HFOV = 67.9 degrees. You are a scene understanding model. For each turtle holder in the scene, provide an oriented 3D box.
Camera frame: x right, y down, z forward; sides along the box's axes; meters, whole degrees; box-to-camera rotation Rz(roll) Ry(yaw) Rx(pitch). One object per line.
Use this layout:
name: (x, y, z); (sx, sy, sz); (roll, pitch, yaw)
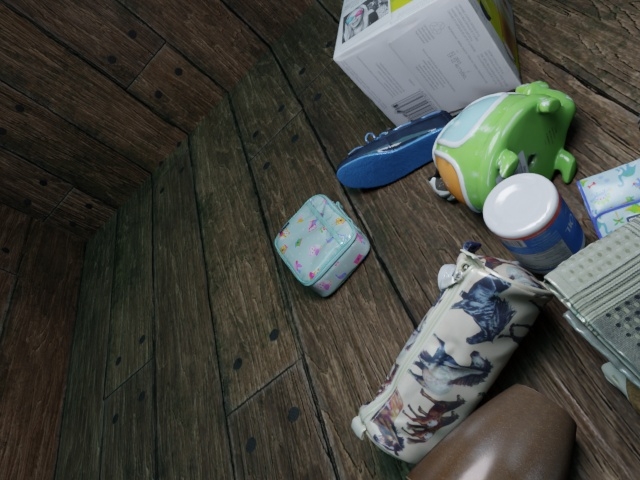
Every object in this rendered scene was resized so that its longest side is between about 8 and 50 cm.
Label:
turtle holder: (0.376, -0.209, 0.981); (0.227, 0.244, 0.320); (29, 99, 50)

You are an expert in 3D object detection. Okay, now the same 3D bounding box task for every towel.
towel: (0.531, 0.088, 0.658); (0.324, 0.056, 0.312); (-30, 58, -6)

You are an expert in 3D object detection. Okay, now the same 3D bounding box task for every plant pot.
plant pot: (0.288, 0.350, 0.743); (0.230, 0.215, 0.215); (-48, 37, -15)

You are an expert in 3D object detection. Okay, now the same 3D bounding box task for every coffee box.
coffee box: (0.284, -0.549, 1.245); (0.338, 0.338, 0.334); (-17, 52, 38)

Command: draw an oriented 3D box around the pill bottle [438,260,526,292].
pill bottle: (0.324, 0.083, 0.960); (0.160, 0.087, 0.087); (0, 64, 45)

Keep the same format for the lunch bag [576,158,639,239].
lunch bag: (0.546, -0.055, 0.837); (0.129, 0.096, 0.151); (-22, 64, 31)

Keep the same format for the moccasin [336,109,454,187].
moccasin: (0.207, -0.243, 1.297); (0.342, 0.137, 0.116); (-17, 47, 19)

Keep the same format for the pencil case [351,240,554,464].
pencil case: (0.220, 0.208, 0.846); (0.410, 0.184, 0.160); (-61, 14, 14)

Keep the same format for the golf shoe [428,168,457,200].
golf shoe: (0.331, -0.194, 1.134); (0.198, 0.094, 0.077); (-59, 19, -8)

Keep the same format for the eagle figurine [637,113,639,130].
eagle figurine: (0.706, -0.328, 0.822); (0.226, 0.226, 0.298); (-67, -21, -80)

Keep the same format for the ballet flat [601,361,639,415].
ballet flat: (0.500, 0.156, 0.730); (0.124, 0.116, 0.342); (-30, 41, 56)

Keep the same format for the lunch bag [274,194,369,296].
lunch bag: (0.000, 0.000, 1.327); (0.224, 0.108, 0.279); (-49, 40, 8)

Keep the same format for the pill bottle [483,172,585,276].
pill bottle: (0.394, -0.014, 0.852); (0.124, 0.222, 0.124); (-25, 49, 32)
